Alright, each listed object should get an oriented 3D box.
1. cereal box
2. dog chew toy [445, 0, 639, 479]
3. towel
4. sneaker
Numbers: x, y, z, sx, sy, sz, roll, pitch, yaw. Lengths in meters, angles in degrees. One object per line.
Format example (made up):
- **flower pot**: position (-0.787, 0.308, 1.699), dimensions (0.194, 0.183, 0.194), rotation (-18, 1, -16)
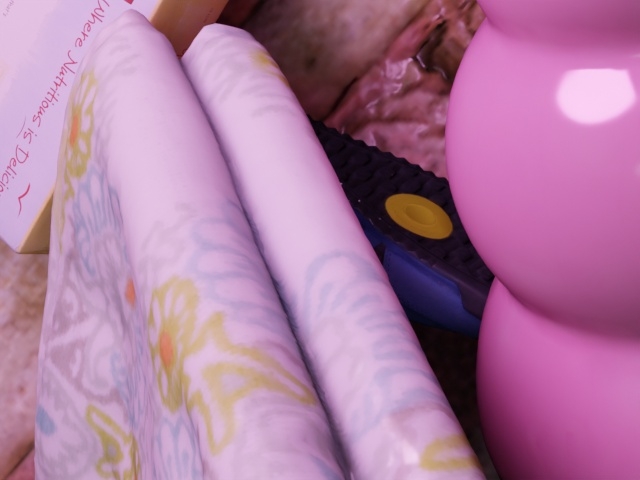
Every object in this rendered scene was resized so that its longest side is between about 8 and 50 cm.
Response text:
- **cereal box**: position (-0.152, -0.130, 0.774), dimensions (0.240, 0.047, 0.173), rotation (42, 110, 25)
- **dog chew toy**: position (0.137, -0.023, 0.612), dimensions (0.207, 0.206, 0.332), rotation (-9, 117, 20)
- **towel**: position (-0.039, 0.136, 0.632), dimensions (0.090, 0.374, 0.320), rotation (-3, 126, -18)
- **sneaker**: position (0.000, 0.000, 0.772), dimensions (0.209, 0.069, 0.082), rotation (27, 120, 12)
